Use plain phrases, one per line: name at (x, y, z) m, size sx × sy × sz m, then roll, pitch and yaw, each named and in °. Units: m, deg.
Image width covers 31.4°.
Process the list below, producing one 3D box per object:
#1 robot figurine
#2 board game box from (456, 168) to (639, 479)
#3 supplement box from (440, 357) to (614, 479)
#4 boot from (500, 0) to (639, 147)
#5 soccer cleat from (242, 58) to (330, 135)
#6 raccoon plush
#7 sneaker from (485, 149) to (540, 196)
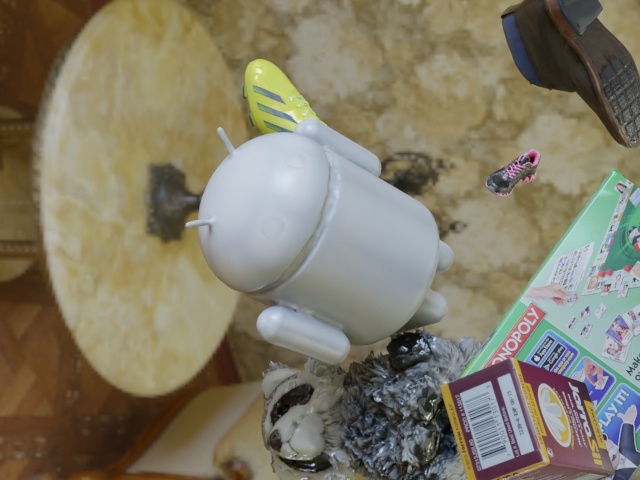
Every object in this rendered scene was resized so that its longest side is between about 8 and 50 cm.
robot figurine at (0.000, 0.000, 1.368) m, size 0.353 × 0.200 × 0.299 m, roll 29°, pitch 54°, yaw -31°
board game box at (0.319, 0.108, 1.265) m, size 0.317 × 0.213 × 0.046 m, roll -52°, pitch 173°, yaw -8°
supplement box at (0.205, 0.186, 1.109) m, size 0.188 × 0.081 × 0.104 m, roll 22°, pitch 48°, yaw -54°
boot at (0.298, -0.201, 1.333) m, size 0.082 × 0.106 × 0.219 m, roll -40°, pitch 109°, yaw -32°
soccer cleat at (-0.013, -0.144, 1.654) m, size 0.093 × 0.121 × 0.289 m, roll -24°, pitch 86°, yaw -49°
raccoon plush at (0.130, 0.255, 1.527) m, size 0.447 × 0.299 × 0.216 m, roll 18°, pitch 70°, yaw -39°
sneaker at (0.306, -0.110, 1.794) m, size 0.119 × 0.047 × 0.057 m, roll -31°, pitch 156°, yaw -39°
